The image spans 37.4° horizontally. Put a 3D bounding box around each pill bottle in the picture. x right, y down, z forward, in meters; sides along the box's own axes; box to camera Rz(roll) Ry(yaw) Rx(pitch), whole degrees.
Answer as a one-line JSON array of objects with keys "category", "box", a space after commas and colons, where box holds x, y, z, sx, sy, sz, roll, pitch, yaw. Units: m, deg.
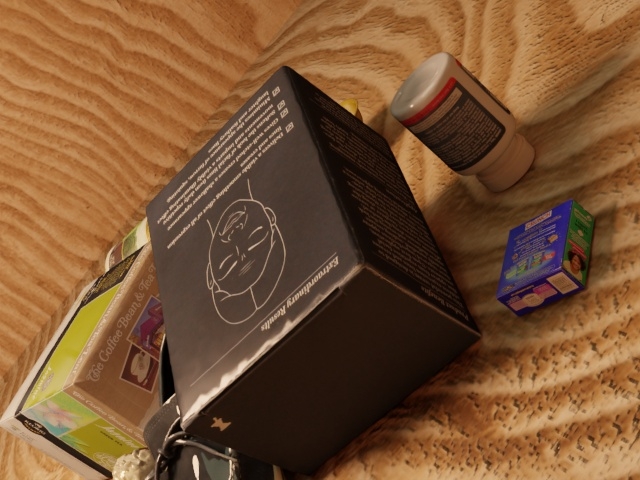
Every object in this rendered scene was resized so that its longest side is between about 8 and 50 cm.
[{"category": "pill bottle", "box": [0.189, -0.148, 1.229, 0.108, 0.180, 0.108, -43, 20, 20]}]

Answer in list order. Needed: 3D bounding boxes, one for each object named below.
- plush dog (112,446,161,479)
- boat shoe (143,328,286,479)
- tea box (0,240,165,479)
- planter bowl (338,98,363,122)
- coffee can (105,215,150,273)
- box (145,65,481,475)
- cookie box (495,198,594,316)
[{"category": "plush dog", "box": [-0.280, 0.436, 1.266, 0.262, 0.210, 0.225, -29, -18, -49]}, {"category": "boat shoe", "box": [-0.146, 0.269, 1.197, 0.187, 0.156, 0.500, -44, 30, 27]}, {"category": "tea box", "box": [-0.348, 0.218, 1.689, 0.324, 0.220, 0.329, -30, 28, 47]}, {"category": "planter bowl", "box": [0.023, -0.150, 1.738, 0.217, 0.090, 0.217, -43, 20, 20]}, {"category": "coffee can", "box": [-0.282, 0.016, 1.942, 0.275, 0.201, 0.201, -39, 22, 31]}, {"category": "box", "box": [-0.031, 0.030, 1.179, 0.293, 0.212, 0.395, -42, 39, 21]}, {"category": "cookie box", "box": [0.242, 0.018, 1.017, 0.092, 0.040, 0.107, -32, 27, 43]}]
